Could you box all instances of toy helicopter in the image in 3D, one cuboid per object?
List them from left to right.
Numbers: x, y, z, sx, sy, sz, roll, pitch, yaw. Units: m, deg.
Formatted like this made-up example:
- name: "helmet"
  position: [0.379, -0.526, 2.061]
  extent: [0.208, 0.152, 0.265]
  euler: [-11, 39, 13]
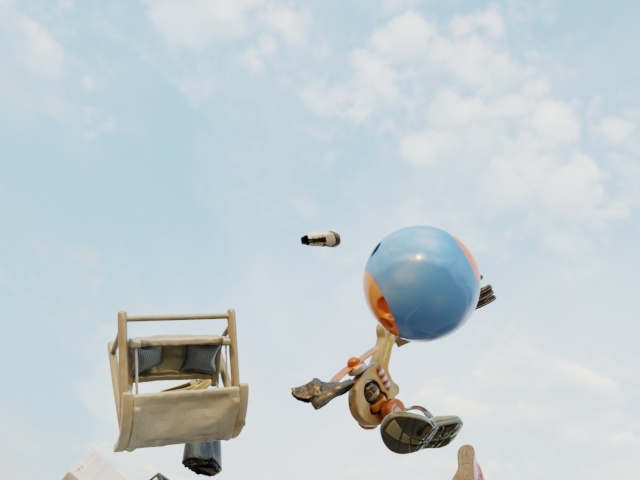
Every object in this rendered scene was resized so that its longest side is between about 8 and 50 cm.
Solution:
- name: "toy helicopter"
  position: [0.162, 0.391, 2.001]
  extent: [0.235, 0.355, 0.140]
  euler: [39, -39, -25]

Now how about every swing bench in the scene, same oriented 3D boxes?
- name: "swing bench"
  position: [-0.299, 0.291, 1.363]
  extent: [0.253, 0.255, 0.165]
  euler: [1, -33, -27]

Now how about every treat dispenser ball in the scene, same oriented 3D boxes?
- name: "treat dispenser ball"
  position: [0.247, 0.106, 1.607]
  extent: [0.288, 0.288, 0.288]
  euler: [13, -42, 12]

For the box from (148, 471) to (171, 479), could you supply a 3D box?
- name: "box"
  position: [-0.316, 0.771, 1.676]
  extent: [0.257, 0.079, 0.322]
  euler: [40, -14, 45]

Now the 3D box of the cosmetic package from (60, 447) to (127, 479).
- name: "cosmetic package"
  position: [-0.334, 0.387, 0.836]
  extent: [0.099, 0.060, 0.239]
  euler: [40, -73, 0]

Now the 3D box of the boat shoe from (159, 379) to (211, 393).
- name: "boat shoe"
  position: [-0.344, 0.381, 1.694]
  extent: [0.153, 0.056, 0.048]
  euler: [-28, -84, 9]

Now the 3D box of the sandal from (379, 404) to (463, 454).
- name: "sandal"
  position: [0.246, 0.471, 1.654]
  extent: [0.302, 0.086, 0.120]
  euler: [18, -67, -45]

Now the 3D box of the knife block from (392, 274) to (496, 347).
- name: "knife block"
  position: [0.354, 0.197, 1.862]
  extent: [0.242, 0.088, 0.276]
  euler: [19, -77, -9]

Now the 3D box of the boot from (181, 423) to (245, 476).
- name: "boot"
  position: [-0.314, 0.596, 1.924]
  extent: [0.094, 0.207, 0.246]
  euler: [-30, -43, 22]

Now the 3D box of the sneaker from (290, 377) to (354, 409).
- name: "sneaker"
  position: [0.007, 0.422, 1.869]
  extent: [0.089, 0.170, 0.051]
  euler: [49, -24, 31]

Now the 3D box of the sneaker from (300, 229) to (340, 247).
- name: "sneaker"
  position: [0.000, 0.000, 1.429]
  extent: [0.109, 0.043, 0.040]
  euler: [-5, -84, 48]

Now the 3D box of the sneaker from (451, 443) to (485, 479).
- name: "sneaker"
  position: [0.256, 0.420, 1.125]
  extent: [0.042, 0.118, 0.067]
  euler: [-9, -61, 27]
